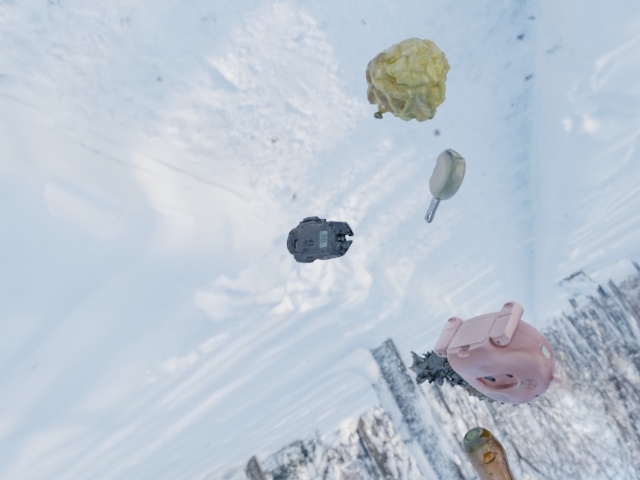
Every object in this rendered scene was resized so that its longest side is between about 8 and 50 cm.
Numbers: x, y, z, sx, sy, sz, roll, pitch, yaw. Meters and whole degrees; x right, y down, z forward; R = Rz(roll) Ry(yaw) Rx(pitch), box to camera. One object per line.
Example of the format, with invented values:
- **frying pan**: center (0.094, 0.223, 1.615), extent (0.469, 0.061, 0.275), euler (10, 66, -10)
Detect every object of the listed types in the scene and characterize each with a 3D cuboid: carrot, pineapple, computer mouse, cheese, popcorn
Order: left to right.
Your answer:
- **computer mouse**: center (0.000, 0.000, 1.771), extent (0.241, 0.147, 0.077), euler (-3, 170, 33)
- **popcorn**: center (0.172, -0.315, 1.157), extent (0.170, 0.180, 0.180), euler (-48, 164, -6)
- **cheese**: center (0.450, -0.197, 2.169), extent (0.082, 0.163, 0.287), euler (12, 119, -16)
- **pineapple**: center (0.422, 0.344, 1.577), extent (0.361, 0.202, 0.202), euler (4, 156, -8)
- **carrot**: center (0.387, 0.510, 1.300), extent (0.087, 0.194, 0.087), euler (-29, -171, 5)

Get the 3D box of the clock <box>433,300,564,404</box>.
- **clock**: center (0.410, 0.282, 1.313), extent (0.227, 0.241, 0.142), euler (-27, -160, 50)
